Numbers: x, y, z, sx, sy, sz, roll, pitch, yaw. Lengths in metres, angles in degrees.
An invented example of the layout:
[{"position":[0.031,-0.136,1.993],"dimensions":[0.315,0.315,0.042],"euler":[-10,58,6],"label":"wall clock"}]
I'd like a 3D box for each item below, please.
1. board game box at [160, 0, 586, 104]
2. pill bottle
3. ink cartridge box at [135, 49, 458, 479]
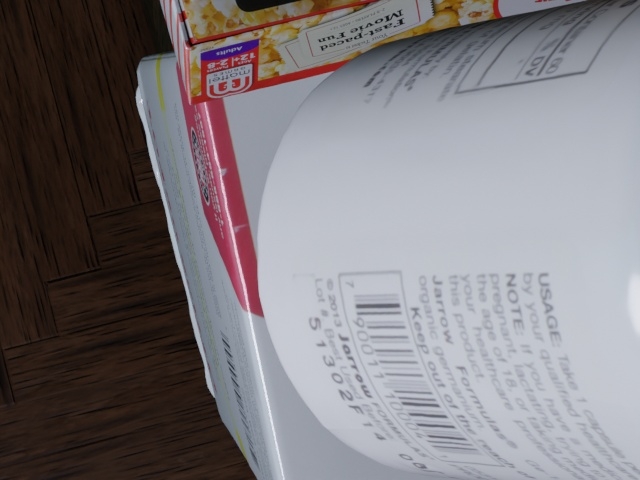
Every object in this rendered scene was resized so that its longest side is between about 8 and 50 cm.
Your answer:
[{"position":[0.026,-0.143,0.691],"dimensions":[0.045,0.194,0.146],"euler":[96,159,-66],"label":"board game box"},{"position":[0.097,0.000,0.472],"dimensions":[0.229,0.131,0.131],"euler":[-4,102,55],"label":"pill bottle"},{"position":[0.000,0.000,1.200],"dimensions":[0.385,0.160,0.279],"euler":[-152,49,-78],"label":"ink cartridge box"}]
